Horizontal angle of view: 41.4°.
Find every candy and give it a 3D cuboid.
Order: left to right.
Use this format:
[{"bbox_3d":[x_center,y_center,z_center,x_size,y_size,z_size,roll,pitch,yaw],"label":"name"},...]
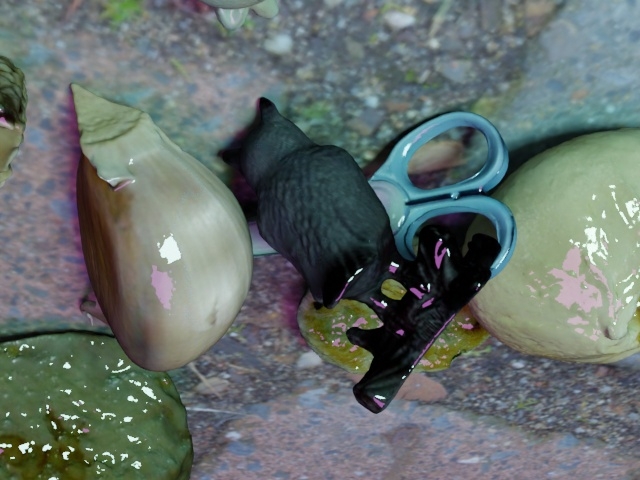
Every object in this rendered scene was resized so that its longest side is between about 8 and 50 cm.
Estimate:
[{"bbox_3d":[-0.226,-0.076,0.511,0.095,0.110,0.085,14,126,-35],"label":"candy"}]

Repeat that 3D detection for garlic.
[{"bbox_3d":[-0.127,0.034,0.626,0.129,0.148,0.266,1,137,-24],"label":"garlic"}]

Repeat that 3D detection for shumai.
[{"bbox_3d":[-0.257,0.204,0.792,0.256,0.189,0.218,-8,158,-20],"label":"shumai"}]

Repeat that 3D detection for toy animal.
[{"bbox_3d":[-0.004,-0.002,0.542,0.121,0.210,0.117,-57,160,23],"label":"toy animal"}]

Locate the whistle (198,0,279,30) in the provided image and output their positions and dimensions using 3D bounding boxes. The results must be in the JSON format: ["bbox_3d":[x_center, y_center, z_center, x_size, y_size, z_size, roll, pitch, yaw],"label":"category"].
[{"bbox_3d":[-0.092,-0.191,0.411,0.253,0.106,0.101,28,87,-30],"label":"whistle"}]

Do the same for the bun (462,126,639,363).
[{"bbox_3d":[0.218,0.020,0.629,0.223,0.127,0.222,-12,139,-10],"label":"bun"}]

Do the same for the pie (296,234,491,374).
[{"bbox_3d":[0.072,0.057,0.736,0.187,0.041,0.186,-3,137,-3],"label":"pie"}]

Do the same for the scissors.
[{"bbox_3d":[0.013,-0.014,0.622,0.256,0.125,0.030,-11,160,23],"label":"scissors"}]
